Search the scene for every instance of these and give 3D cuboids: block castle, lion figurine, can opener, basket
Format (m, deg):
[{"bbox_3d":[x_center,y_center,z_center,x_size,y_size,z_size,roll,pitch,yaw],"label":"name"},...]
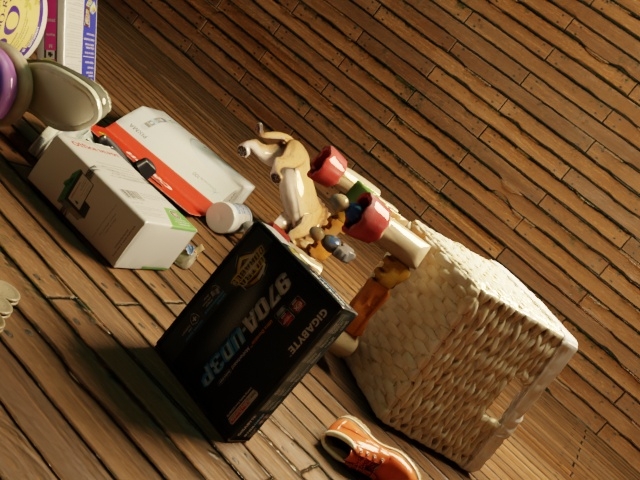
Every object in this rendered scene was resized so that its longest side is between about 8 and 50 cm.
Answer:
[{"bbox_3d":[0.000,0.000,1.562,0.212,0.303,0.453,34,10,-20],"label":"block castle"},{"bbox_3d":[-0.064,-0.125,1.942,0.142,0.393,0.240,8,27,30],"label":"lion figurine"},{"bbox_3d":[-0.376,-0.154,1.499,0.059,0.073,0.186,46,-2,20],"label":"can opener"},{"bbox_3d":[0.237,0.192,1.511,0.266,0.328,0.331,28,14,-28],"label":"basket"}]

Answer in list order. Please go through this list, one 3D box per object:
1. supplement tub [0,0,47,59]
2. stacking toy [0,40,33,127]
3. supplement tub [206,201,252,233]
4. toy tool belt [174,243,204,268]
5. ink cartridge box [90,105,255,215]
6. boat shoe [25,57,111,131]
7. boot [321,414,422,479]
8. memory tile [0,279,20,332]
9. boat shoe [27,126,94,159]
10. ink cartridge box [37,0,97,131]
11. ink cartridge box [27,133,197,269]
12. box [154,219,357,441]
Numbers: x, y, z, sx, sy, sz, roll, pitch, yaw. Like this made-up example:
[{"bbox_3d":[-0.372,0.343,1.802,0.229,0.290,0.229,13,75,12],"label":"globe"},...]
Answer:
[{"bbox_3d":[-0.634,-0.413,1.317,0.241,0.241,0.331,39,10,2],"label":"supplement tub"},{"bbox_3d":[-0.566,-0.237,1.133,0.141,0.141,0.330,40,15,9],"label":"stacking toy"},{"bbox_3d":[-0.198,-0.049,1.733,0.071,0.071,0.107,41,10,11],"label":"supplement tub"},{"bbox_3d":[-0.247,0.007,1.371,0.083,0.051,0.052,36,10,-12],"label":"toy tool belt"},{"bbox_3d":[-0.330,-0.187,1.797,0.308,0.091,0.385,40,7,4],"label":"ink cartridge box"},{"bbox_3d":[-0.454,-0.254,1.329,0.304,0.109,0.091,15,27,31],"label":"boat shoe"},{"bbox_3d":[0.070,0.317,1.133,0.157,0.059,0.084,33,11,20],"label":"boot"},{"bbox_3d":[-0.376,0.055,0.825,0.113,0.012,0.148,36,10,-16],"label":"memory tile"},{"bbox_3d":[-0.446,-0.172,1.416,0.081,0.079,0.227,43,15,-13],"label":"boat shoe"},{"bbox_3d":[-0.508,-0.405,1.601,0.069,0.371,0.176,3,10,3],"label":"ink cartridge box"},{"bbox_3d":[-0.328,-0.058,1.256,0.219,0.093,0.160,42,10,18],"label":"ink cartridge box"},{"bbox_3d":[-0.086,0.113,1.000,0.175,0.220,0.051,45,10,28],"label":"box"}]
